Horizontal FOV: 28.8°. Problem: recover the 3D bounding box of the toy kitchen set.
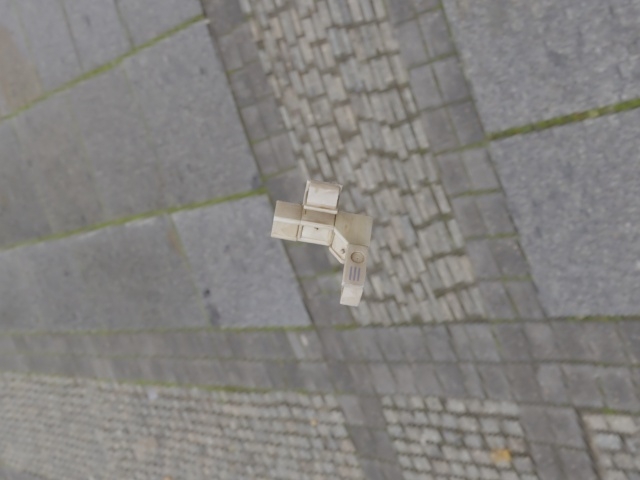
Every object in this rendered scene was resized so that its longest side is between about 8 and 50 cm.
[{"bbox_3d":[0.000,0.000,1.041,0.068,0.083,0.075,102,176,-55],"label":"toy kitchen set"}]
